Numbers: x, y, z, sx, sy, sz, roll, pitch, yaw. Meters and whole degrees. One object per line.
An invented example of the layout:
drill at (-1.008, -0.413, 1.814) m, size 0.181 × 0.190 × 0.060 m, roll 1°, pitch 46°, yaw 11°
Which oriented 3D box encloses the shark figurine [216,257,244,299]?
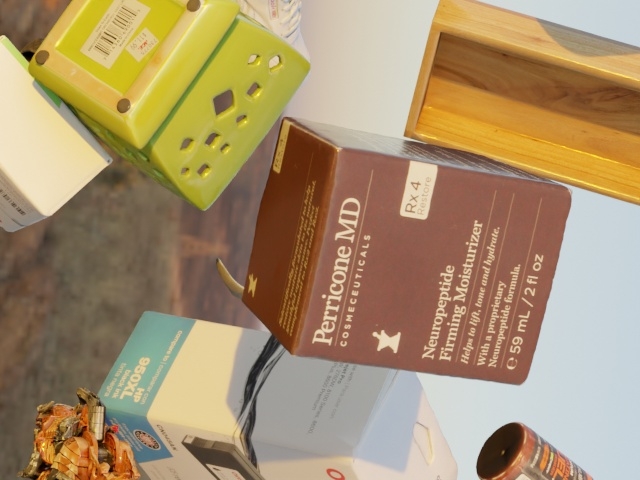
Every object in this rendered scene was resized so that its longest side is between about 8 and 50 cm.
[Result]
shark figurine at (-0.007, 0.028, 1.938) m, size 0.166 × 0.278 × 0.116 m, roll 53°, pitch 15°, yaw 26°

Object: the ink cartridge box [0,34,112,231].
ink cartridge box at (-0.395, -0.124, 1.728) m, size 0.115 × 0.198 × 0.273 m, roll -45°, pitch -167°, yaw -19°

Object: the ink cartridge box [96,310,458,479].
ink cartridge box at (-0.053, 0.260, 1.803) m, size 0.166 × 0.395 × 0.285 m, roll -63°, pitch 144°, yaw -31°

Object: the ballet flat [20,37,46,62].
ballet flat at (-0.397, -0.250, 2.039) m, size 0.173 × 0.049 × 0.057 m, roll 46°, pitch -16°, yaw 49°

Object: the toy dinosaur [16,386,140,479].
toy dinosaur at (-0.286, 0.295, 1.626) m, size 0.322 × 0.164 × 0.218 m, roll -144°, pitch -113°, yaw -78°

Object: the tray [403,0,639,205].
tray at (0.328, -0.168, 1.760) m, size 0.203 × 0.411 × 0.076 m, roll 102°, pitch 6°, yaw -48°

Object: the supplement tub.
supplement tub at (0.326, 0.354, 1.989) m, size 0.106 × 0.198 × 0.106 m, roll -43°, pitch -158°, yaw 23°

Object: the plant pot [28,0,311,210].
plant pot at (-0.187, -0.203, 1.596) m, size 0.228 × 0.227 × 0.207 m, roll -55°, pitch 152°, yaw -1°

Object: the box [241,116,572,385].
box at (0.065, 0.007, 1.121) m, size 0.167 × 0.203 × 0.168 m, roll -142°, pitch -118°, yaw -68°

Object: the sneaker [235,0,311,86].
sneaker at (-0.073, -0.339, 1.920) m, size 0.305 × 0.152 × 0.114 m, roll 60°, pitch 38°, yaw -33°
